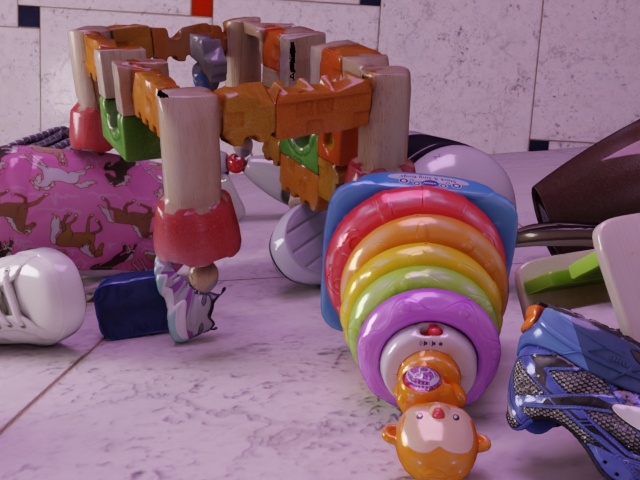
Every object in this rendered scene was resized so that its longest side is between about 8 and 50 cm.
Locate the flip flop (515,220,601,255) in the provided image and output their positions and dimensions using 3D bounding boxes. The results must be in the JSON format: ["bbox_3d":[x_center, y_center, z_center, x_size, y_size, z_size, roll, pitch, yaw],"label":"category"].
[{"bbox_3d":[0.353,0.029,0.840,0.277,0.080,0.112,12,8,6],"label":"flip flop"}]

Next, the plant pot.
[{"bbox_3d":[0.414,-0.055,0.989,0.230,0.215,0.215,-18,8,8],"label":"plant pot"}]

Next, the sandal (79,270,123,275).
[{"bbox_3d":[-0.486,0.038,1.078,0.416,0.102,0.169,4,19,-32],"label":"sandal"}]

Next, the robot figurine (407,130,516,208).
[{"bbox_3d":[0.135,-0.053,0.977,0.209,0.173,0.278,3,13,-21],"label":"robot figurine"}]

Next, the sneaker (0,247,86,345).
[{"bbox_3d":[-0.366,0.078,0.794,0.290,0.106,0.123,-10,6,41],"label":"sneaker"}]

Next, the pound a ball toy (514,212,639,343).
[{"bbox_3d":[0.324,0.056,0.617,0.319,0.135,0.208,-7,-15,-17],"label":"pound a ball toy"}]

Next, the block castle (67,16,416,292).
[{"bbox_3d":[-0.112,-0.128,0.886,0.303,0.213,0.453,-13,28,-26],"label":"block castle"}]

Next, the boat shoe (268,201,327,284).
[{"bbox_3d":[0.000,0.000,1.081,0.119,0.121,0.335,-25,1,27],"label":"boat shoe"}]

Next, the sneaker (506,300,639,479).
[{"bbox_3d":[0.203,0.115,0.415,0.221,0.087,0.083,25,-2,43],"label":"sneaker"}]

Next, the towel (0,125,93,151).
[{"bbox_3d":[-0.575,-0.089,1.379,0.235,0.121,0.283,-37,5,29],"label":"towel"}]

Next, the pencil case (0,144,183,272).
[{"bbox_3d":[-0.354,-0.035,0.998,0.386,0.167,0.160,4,-38,-33],"label":"pencil case"}]

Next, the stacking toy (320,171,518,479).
[{"bbox_3d":[0.078,0.072,0.568,0.175,0.165,0.302,6,25,2],"label":"stacking toy"}]

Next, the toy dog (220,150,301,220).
[{"bbox_3d":[-0.132,-0.137,1.677,0.334,0.161,0.220,27,59,10],"label":"toy dog"}]

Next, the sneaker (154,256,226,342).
[{"bbox_3d":[-0.136,0.055,0.791,0.069,0.098,0.038,-16,-3,-6],"label":"sneaker"}]

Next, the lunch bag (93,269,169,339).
[{"bbox_3d":[-0.206,0.069,0.840,0.098,0.067,0.065,-7,11,-12],"label":"lunch bag"}]
